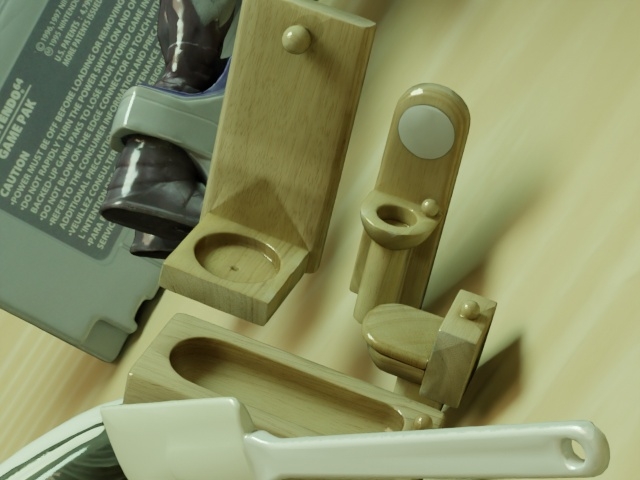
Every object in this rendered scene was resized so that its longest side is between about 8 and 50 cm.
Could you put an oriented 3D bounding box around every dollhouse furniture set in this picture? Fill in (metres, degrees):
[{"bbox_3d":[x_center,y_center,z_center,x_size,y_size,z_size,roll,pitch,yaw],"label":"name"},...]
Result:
[{"bbox_3d":[0.000,0.000,0.756,0.151,0.144,0.123,-53,-20,-56],"label":"dollhouse furniture set"}]

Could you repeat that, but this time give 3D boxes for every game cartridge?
[{"bbox_3d":[-0.130,-0.104,1.068,0.294,0.196,0.060,-62,27,-6],"label":"game cartridge"}]

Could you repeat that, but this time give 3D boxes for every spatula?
[{"bbox_3d":[0.022,0.128,0.645,0.242,0.019,0.168,-8,100,48],"label":"spatula"}]

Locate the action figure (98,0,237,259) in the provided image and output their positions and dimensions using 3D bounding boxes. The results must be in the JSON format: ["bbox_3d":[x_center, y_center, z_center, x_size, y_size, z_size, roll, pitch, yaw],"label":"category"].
[{"bbox_3d":[-0.058,-0.135,0.956,0.185,0.099,0.285,142,130,-75],"label":"action figure"}]

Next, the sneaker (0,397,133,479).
[{"bbox_3d":[-0.189,0.185,0.904,0.447,0.169,0.257,-51,29,22],"label":"sneaker"}]
